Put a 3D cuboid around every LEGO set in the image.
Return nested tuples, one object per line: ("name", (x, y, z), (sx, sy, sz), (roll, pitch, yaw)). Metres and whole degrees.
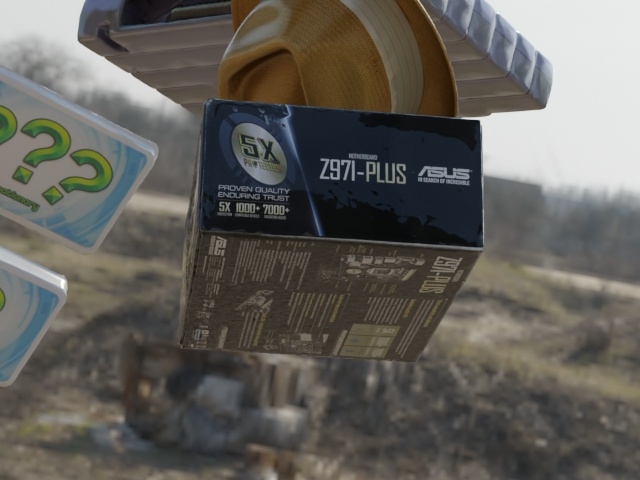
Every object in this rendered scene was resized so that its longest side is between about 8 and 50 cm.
("LEGO set", (-0.203, -0.009, 0.540), (0.244, 0.182, 0.060), (29, 21, -22))

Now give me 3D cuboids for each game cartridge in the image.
("game cartridge", (-0.004, -0.164, 1.365), (0.355, 0.068, 0.230), (-1, -15, 34))

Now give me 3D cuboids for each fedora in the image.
("fedora", (-0.006, -0.097, 0.967), (0.194, 0.194, 0.079), (11, 44, 43))

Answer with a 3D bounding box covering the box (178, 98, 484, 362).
("box", (0.000, 0.000, 0.877), (0.147, 0.078, 0.180), (4, -23, -6))
